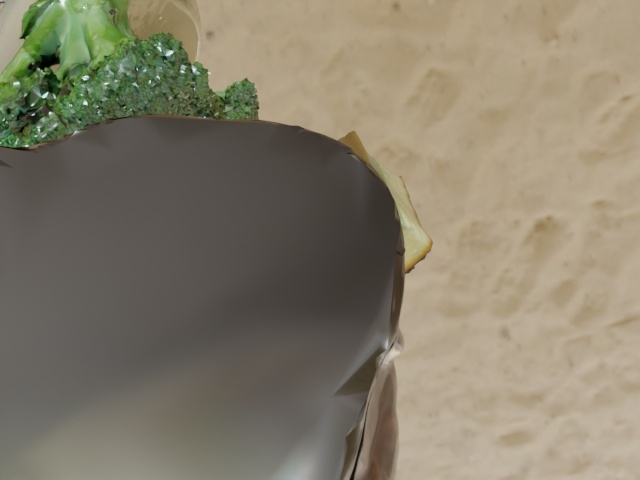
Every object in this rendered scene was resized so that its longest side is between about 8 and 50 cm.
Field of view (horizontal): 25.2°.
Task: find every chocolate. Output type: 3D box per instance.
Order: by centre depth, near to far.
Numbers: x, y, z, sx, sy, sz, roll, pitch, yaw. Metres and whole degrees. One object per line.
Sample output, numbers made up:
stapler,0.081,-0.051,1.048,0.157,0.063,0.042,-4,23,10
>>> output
chocolate,-0.115,0.099,0.613,0.340,0.225,0.210,-21,158,-4

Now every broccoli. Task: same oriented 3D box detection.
broccoli,-0.177,-0.113,1.210,0.254,0.269,0.269,-13,141,8

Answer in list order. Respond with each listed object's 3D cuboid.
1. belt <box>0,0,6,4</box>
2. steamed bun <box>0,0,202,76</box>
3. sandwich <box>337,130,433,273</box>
belt,-0.400,-0.414,1.572,0.207,0.295,0.160,-26,164,8
steamed bun,-0.248,-0.224,1.541,0.232,0.145,0.232,-26,147,-18
sandwich,0.000,0.000,1.651,0.220,0.186,0.108,-40,126,14
